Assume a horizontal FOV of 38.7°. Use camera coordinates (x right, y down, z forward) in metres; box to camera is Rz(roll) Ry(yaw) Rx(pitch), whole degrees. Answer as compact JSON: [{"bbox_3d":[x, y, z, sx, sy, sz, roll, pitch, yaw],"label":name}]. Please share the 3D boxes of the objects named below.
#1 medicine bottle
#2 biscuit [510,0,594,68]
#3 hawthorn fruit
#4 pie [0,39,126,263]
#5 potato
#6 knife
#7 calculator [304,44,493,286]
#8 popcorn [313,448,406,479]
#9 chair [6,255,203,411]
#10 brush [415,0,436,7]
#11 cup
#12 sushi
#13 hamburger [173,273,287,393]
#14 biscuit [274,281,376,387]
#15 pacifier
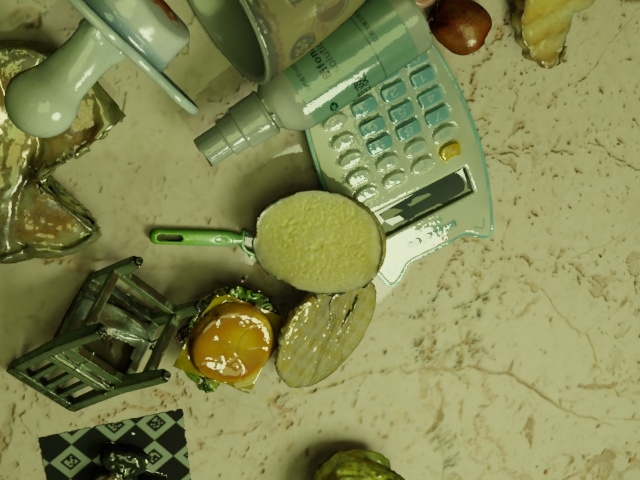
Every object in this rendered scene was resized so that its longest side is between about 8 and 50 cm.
[{"bbox_3d":[-0.017,-0.217,1.257,0.352,0.110,0.110,-34,119,0],"label":"medicine bottle"},{"bbox_3d":[0.346,-0.361,1.369,0.118,0.061,0.183,28,100,-25],"label":"biscuit"},{"bbox_3d":[0.198,-0.316,1.329,0.093,0.081,0.081,24,104,-18],"label":"hawthorn fruit"},{"bbox_3d":[-0.428,-0.112,1.217,0.337,0.075,0.337,-4,113,-11],"label":"pie"},{"bbox_3d":[0.000,0.000,1.369,0.200,0.081,0.164,10,102,4],"label":"potato"},{"bbox_3d":[-0.156,0.005,1.390,0.212,0.015,0.054,3,113,-21],"label":"knife"},{"bbox_3d":[0.118,-0.132,1.399,0.256,0.054,0.386,-27,117,-5],"label":"calculator"},{"bbox_3d":[0.076,0.467,1.567,0.198,0.198,0.212,-13,112,-13],"label":"popcorn"},{"bbox_3d":[-0.320,0.141,1.347,0.136,0.147,0.270,40,140,-26],"label":"chair"},{"bbox_3d":[0.124,-0.439,1.269,0.103,0.047,0.233,-21,119,-8],"label":"brush"},{"bbox_3d":[-0.057,-0.391,1.167,0.257,0.227,0.301,-36,91,-15],"label":"cup"},{"bbox_3d":[-0.325,0.401,1.492,0.231,0.047,0.219,-9,115,-14],"label":"sushi"},{"bbox_3d":[-0.143,0.147,1.412,0.164,0.093,0.189,38,95,-28],"label":"hamburger"},{"bbox_3d":[0.010,0.142,1.448,0.220,0.033,0.220,-30,138,-32],"label":"biscuit"},{"bbox_3d":[-0.290,-0.225,1.101,0.233,0.244,0.299,-48,141,-2],"label":"pacifier"}]
